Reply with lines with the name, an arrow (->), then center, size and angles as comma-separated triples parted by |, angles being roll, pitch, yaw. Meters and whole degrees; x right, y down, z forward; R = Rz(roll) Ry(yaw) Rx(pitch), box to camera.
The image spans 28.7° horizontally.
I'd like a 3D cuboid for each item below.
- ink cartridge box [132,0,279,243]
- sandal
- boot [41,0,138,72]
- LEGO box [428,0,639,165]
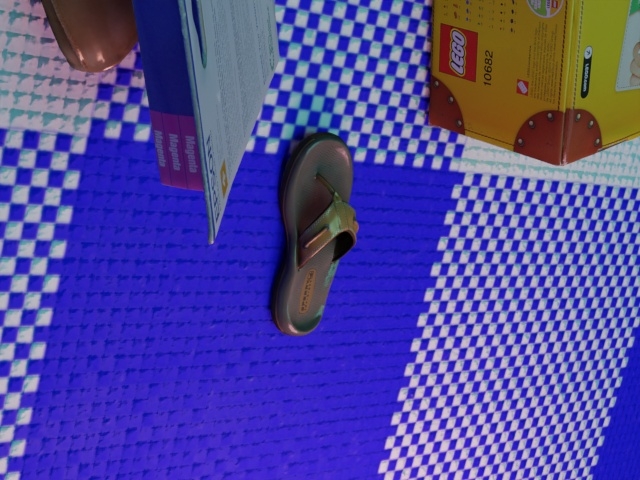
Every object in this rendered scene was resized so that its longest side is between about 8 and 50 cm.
ink cartridge box -> -0.097, -0.216, 0.914 | 0.330, 0.071, 0.324 | -76, 164, -58
sandal -> 0.000, 0.000, 1.256 | 0.090, 0.060, 0.219 | -3, 111, -44
boot -> -0.177, -0.301, 0.930 | 0.236, 0.089, 0.269 | -61, 149, -28
LEGO box -> 0.311, -0.370, 1.296 | 0.372, 0.193, 0.500 | -20, 121, -38
